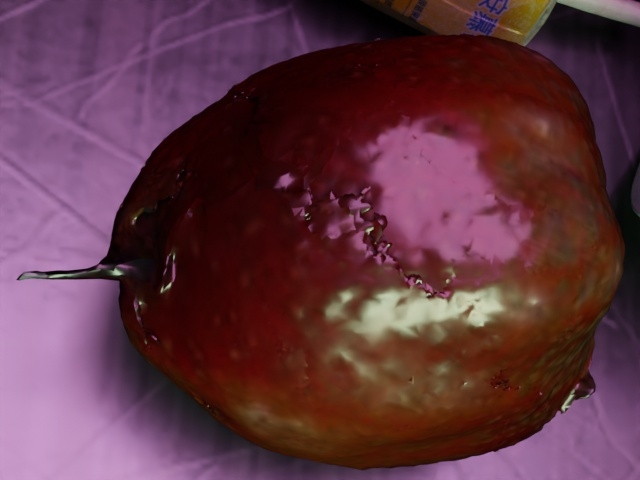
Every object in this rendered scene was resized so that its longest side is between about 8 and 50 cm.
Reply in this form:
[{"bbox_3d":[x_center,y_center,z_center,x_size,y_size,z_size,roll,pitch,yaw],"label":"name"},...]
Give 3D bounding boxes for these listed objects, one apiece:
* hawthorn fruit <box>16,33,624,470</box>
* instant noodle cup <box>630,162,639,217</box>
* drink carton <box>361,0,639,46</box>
[{"bbox_3d":[0.000,0.000,0.557,0.235,0.181,0.181,1,74,-17],"label":"hawthorn fruit"},{"bbox_3d":[0.345,-0.024,0.613,0.308,0.294,0.294,38,70,-7],"label":"instant noodle cup"},{"bbox_3d":[0.062,-0.130,0.662,0.200,0.084,0.074,28,47,-3],"label":"drink carton"}]
